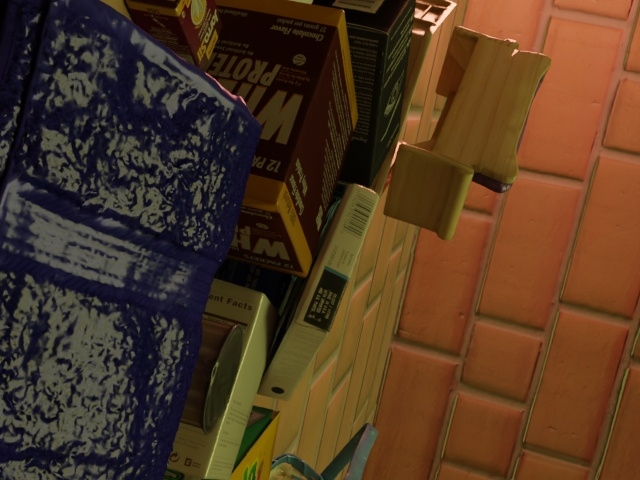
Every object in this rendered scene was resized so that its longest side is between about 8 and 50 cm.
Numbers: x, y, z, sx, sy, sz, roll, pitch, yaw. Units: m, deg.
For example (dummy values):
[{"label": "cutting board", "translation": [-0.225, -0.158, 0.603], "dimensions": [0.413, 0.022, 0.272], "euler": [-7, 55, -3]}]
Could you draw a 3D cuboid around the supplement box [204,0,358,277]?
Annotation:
[{"label": "supplement box", "translation": [-0.057, -0.095, 0.770], "dimensions": [0.191, 0.129, 0.194], "euler": [73, 33, -68]}]

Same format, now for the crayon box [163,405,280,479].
[{"label": "crayon box", "translation": [-0.164, 0.384, 0.876], "dimensions": [0.363, 0.106, 0.313], "euler": [-39, 141, -71]}]

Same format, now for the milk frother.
[{"label": "milk frother", "translation": [-0.123, 0.056, 0.619], "dimensions": [0.129, 0.135, 0.143], "euler": [9, 95, -83]}]

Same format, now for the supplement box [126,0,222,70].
[{"label": "supplement box", "translation": [-0.112, -0.177, 0.632], "dimensions": [0.083, 0.043, 0.055], "euler": [76, 29, -67]}]

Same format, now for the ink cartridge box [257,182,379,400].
[{"label": "ink cartridge box", "translation": [-0.011, 0.071, 0.914], "dimensions": [0.208, 0.045, 0.206], "euler": [120, -6, -49]}]

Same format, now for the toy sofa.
[{"label": "toy sofa", "translation": [0.242, -0.175, 1.313], "dimensions": [0.150, 0.177, 0.362], "euler": [100, 12, -50]}]

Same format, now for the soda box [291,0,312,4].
[{"label": "soda box", "translation": [-0.028, -0.306, 0.811], "dimensions": [0.074, 0.069, 0.216], "euler": [78, 28, -63]}]

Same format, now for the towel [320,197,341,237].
[{"label": "towel", "translation": [0.000, 0.000, 1.082], "dimensions": [0.067, 0.029, 0.119], "euler": [91, 16, -49]}]

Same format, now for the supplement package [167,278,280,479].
[{"label": "supplement package", "translation": [-0.120, 0.133, 0.796], "dimensions": [0.105, 0.105, 0.179], "euler": [69, 37, -71]}]

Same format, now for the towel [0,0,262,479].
[{"label": "towel", "translation": [-0.140, 0.028, 0.455], "dimensions": [0.228, 0.076, 0.308], "euler": [25, 77, -48]}]

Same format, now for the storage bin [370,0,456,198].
[{"label": "storage bin", "translation": [0.102, -0.243, 1.273], "dimensions": [0.260, 0.123, 0.262], "euler": [-55, 163, -59]}]

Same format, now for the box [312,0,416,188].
[{"label": "box", "translation": [0.038, -0.192, 0.967], "dimensions": [0.153, 0.108, 0.207], "euler": [-62, 162, -50]}]

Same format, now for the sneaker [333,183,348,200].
[{"label": "sneaker", "translation": [0.030, -0.094, 1.334], "dimensions": [0.152, 0.058, 0.084], "euler": [-33, 142, -79]}]

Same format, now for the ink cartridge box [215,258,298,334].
[{"label": "ink cartridge box", "translation": [-0.058, 0.050, 1.094], "dimensions": [0.332, 0.065, 0.165], "euler": [50, 56, -74]}]

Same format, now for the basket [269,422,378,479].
[{"label": "basket", "translation": [-0.021, 0.433, 1.285], "dimensions": [0.289, 0.201, 0.255], "euler": [-47, 175, 14]}]
